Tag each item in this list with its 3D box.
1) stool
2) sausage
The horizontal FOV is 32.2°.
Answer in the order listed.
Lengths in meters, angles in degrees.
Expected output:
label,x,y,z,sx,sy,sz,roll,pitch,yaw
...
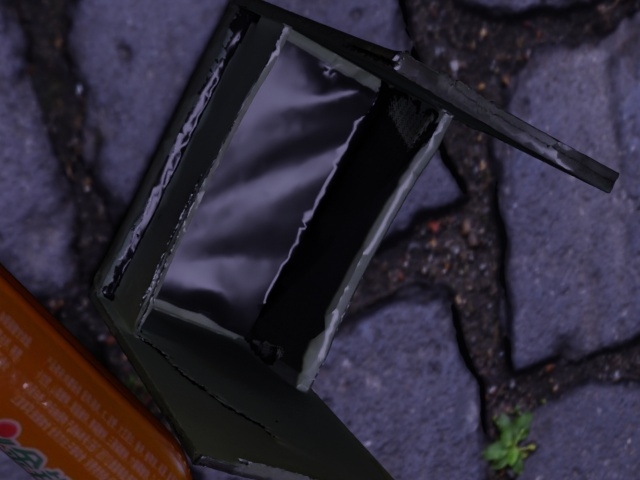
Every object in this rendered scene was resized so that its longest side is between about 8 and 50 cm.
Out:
label,x,y,z,sx,sy,sz,roll,pitch,yaw
stool,0.000,0.000,0.712,0.170,0.269,0.244,23,97,-28
sausage,-0.190,0.112,0.771,0.093,0.093,0.312,-41,119,-6
